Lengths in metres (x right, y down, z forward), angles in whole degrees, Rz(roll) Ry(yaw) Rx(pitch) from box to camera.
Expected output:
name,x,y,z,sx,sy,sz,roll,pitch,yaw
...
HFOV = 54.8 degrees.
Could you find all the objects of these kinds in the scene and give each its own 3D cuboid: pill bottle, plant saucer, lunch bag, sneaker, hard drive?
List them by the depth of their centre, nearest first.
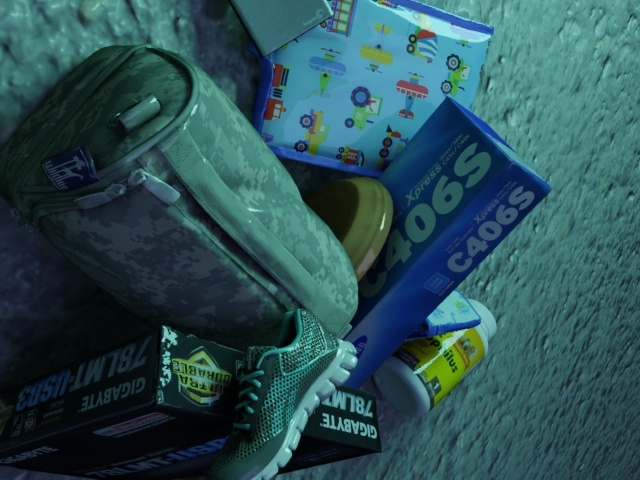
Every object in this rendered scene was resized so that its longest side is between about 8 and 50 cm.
name,x,y,z,sx,sy,sz,roll,pitch,yaw
sneaker,-0.042,0.120,0.484,0.076,0.065,0.166,52,50,-14
lunch bag,-0.120,-0.024,0.582,0.212,0.256,0.305,-53,131,-16
hard drive,-0.058,-0.281,0.668,0.094,0.022,0.135,-34,106,-8
plant saucer,0.000,0.000,0.743,0.037,0.200,0.200,39,77,-26
lunch bag,0.045,-0.198,0.775,0.293,0.138,0.221,8,101,-33
lunch bag,0.147,0.104,0.934,0.129,0.151,0.096,-3,105,-42
pill bottle,0.196,0.187,1.028,0.215,0.117,0.117,-33,124,-30

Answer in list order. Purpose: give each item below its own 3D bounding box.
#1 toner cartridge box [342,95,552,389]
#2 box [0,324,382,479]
name,x,y,z,sx,sy,sz,roll,pitch,yaw
toner cartridge box,0.092,0.012,0.742,0.075,0.165,0.348,27,114,-29
box,-0.140,0.191,0.629,0.293,0.295,0.073,30,46,-45
